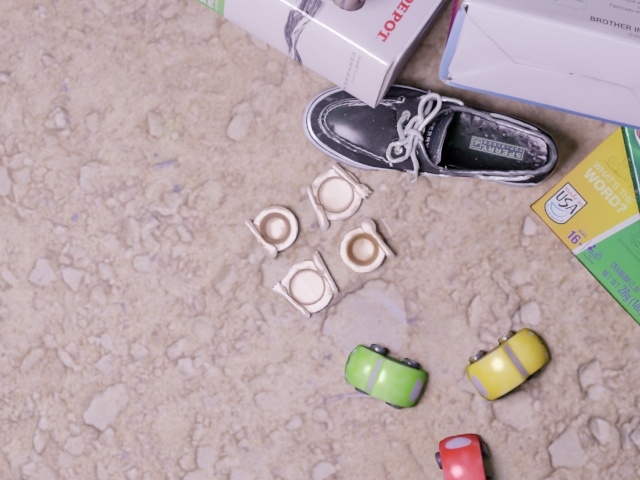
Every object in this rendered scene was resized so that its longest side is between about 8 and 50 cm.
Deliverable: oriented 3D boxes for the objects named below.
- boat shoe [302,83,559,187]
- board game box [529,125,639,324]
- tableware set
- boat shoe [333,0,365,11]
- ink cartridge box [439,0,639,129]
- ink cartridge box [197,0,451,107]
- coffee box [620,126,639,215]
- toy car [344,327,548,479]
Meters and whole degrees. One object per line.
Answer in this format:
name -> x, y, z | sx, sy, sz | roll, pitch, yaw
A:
boat shoe -> 0.126, -0.120, 1.699 | 0.306, 0.105, 0.113 | 16, 93, 6
board game box -> 0.439, -0.058, 1.684 | 0.316, 0.064, 0.242 | -43, 86, 5
tableware set -> 0.000, 0.000, 1.759 | 0.168, 0.020, 0.141 | -33, 87, 6
boat shoe -> 0.029, -0.403, 1.585 | 0.116, 0.123, 0.324 | 14, 61, 0
ink cartridge box -> 0.296, -0.337, 1.585 | 0.270, 0.151, 0.396 | 14, 63, -2
ink cartridge box -> 0.008, -0.311, 1.671 | 0.272, 0.115, 0.198 | 33, 68, 5
coffee box -> 0.397, -0.119, 1.634 | 0.113, 0.040, 0.184 | -13, 89, 6
toy car -> 0.133, 0.189, 1.729 | 0.225, 0.053, 0.239 | 22, 93, 6
